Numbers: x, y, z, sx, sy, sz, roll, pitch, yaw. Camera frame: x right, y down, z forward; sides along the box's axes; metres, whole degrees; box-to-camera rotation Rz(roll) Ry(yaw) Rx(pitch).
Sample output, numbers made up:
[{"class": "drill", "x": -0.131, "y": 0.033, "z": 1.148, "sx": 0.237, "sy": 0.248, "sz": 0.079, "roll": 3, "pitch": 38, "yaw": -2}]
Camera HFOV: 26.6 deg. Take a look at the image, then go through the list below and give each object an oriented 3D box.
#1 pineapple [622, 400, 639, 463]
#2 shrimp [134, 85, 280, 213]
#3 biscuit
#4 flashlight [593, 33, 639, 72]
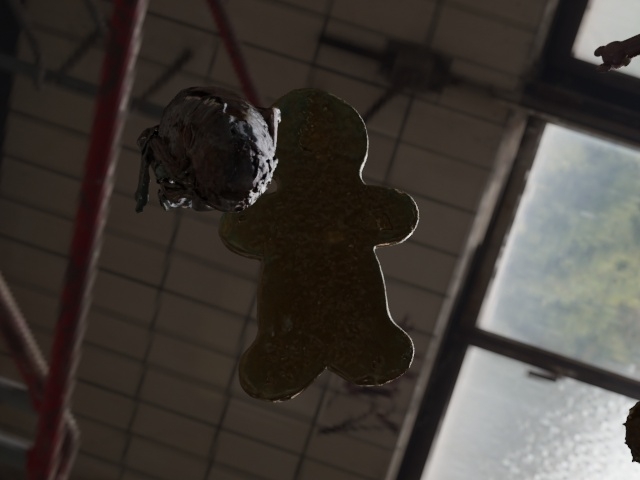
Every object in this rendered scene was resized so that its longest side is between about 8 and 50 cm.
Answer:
[{"class": "pineapple", "x": 0.440, "y": 0.277, "z": 1.614, "sx": 0.111, "sy": 0.119, "sz": 0.237, "roll": -38, "pitch": 127, "yaw": -7}, {"class": "shrimp", "x": -0.065, "y": -0.048, "z": 0.747, "sx": 0.190, "sy": 0.075, "sz": 0.073, "roll": -164, "pitch": -103, "yaw": -66}, {"class": "biscuit", "x": 0.000, "y": 0.000, "z": 1.028, "sx": 0.030, "sy": 0.153, "sz": 0.234, "roll": 145, "pitch": -61, "yaw": -77}, {"class": "flashlight", "x": 0.375, "y": -0.227, "z": 1.585, "sx": 0.031, "sy": 0.110, "sz": 0.052, "roll": 52, "pitch": 28, "yaw": -35}]
